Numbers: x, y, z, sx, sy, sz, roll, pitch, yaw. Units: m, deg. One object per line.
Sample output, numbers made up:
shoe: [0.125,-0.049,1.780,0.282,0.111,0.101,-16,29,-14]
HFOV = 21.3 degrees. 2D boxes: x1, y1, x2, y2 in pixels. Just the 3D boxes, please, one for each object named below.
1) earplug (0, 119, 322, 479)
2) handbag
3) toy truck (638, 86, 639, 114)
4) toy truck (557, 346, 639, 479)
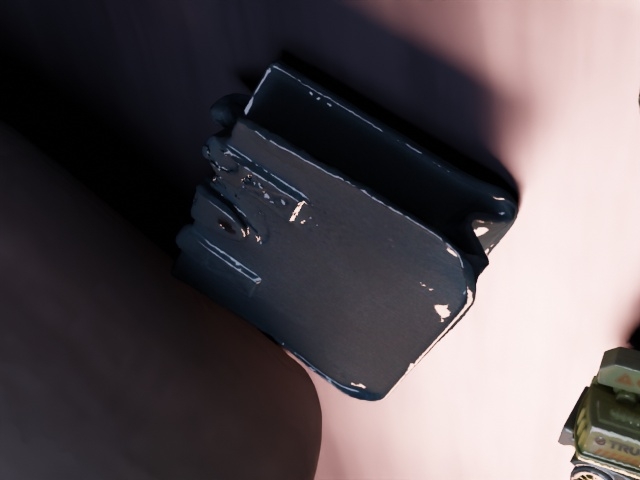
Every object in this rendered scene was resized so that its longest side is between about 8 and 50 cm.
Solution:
earplug: [-0.238,0.092,1.088,0.394,0.312,0.312,42,151,-23]
handbag: [0.000,0.000,0.975,0.179,0.062,0.229,30,153,-2]
toy truck: [0.215,-0.099,0.536,0.135,0.128,0.259,24,156,-20]
toy truck: [0.222,0.118,0.954,0.169,0.077,0.100,24,139,17]
